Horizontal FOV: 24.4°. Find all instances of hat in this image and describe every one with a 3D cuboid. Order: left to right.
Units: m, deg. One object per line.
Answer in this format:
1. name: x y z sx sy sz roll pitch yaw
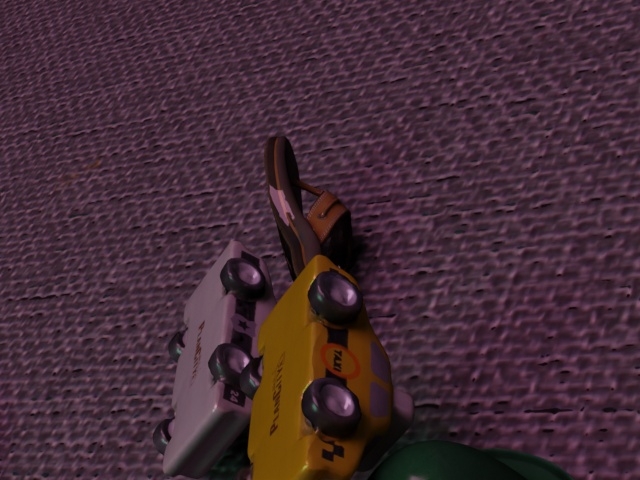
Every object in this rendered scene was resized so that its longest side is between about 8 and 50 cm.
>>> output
1. hat: 0.041 0.128 0.835 0.173 0.184 0.208 -40 27 -14

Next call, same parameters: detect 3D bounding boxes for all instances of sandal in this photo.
1. sandal: 0.000 0.000 1.148 0.060 0.090 0.219 -16 39 -3

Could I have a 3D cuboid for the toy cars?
1. toy cars: -0.025 0.100 0.996 0.176 0.087 0.393 -66 18 -5
